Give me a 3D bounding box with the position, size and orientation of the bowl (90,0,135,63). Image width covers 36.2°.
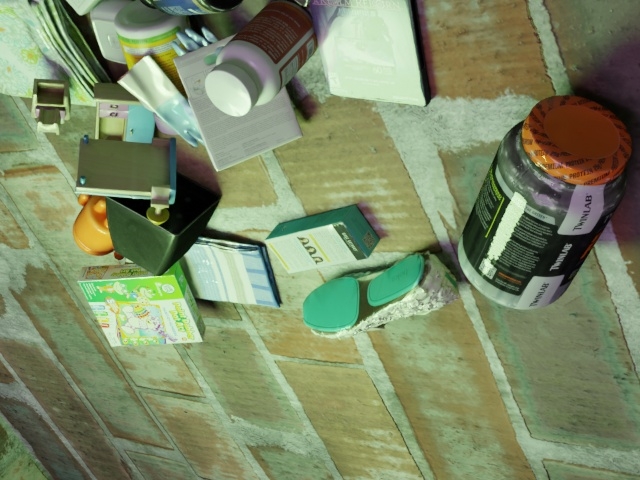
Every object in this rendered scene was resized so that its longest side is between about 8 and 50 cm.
[{"bbox_3d":[-0.394,-0.408,1.945,0.142,0.053,0.142,15,136,25],"label":"bowl"}]

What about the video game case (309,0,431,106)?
[{"bbox_3d":[0.077,-0.355,1.649,0.196,0.026,0.274,12,137,29],"label":"video game case"}]

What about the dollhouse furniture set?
[{"bbox_3d":[-0.446,-0.145,1.993,0.286,0.303,0.198,2,143,-14],"label":"dollhouse furniture set"}]

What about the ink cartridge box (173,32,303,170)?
[{"bbox_3d":[-0.153,-0.265,1.822,0.056,0.181,0.225,-133,21,-73],"label":"ink cartridge box"}]

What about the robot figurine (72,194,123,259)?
[{"bbox_3d":[-0.527,-0.043,2.376,0.158,0.128,0.219,24,145,-19],"label":"robot figurine"}]

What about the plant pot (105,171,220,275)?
[{"bbox_3d":[-0.358,-0.036,2.169,0.188,0.187,0.167,28,129,11],"label":"plant pot"}]

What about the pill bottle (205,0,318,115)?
[{"bbox_3d":[-0.102,-0.310,1.679,0.121,0.216,0.121,22,140,19],"label":"pill bottle"}]

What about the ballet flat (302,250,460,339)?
[{"bbox_3d":[0.128,0.135,2.047,0.409,0.147,0.147,-21,115,48],"label":"ballet flat"}]

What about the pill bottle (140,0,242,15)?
[{"bbox_3d":[-0.230,-0.452,1.695,0.219,0.123,0.123,11,137,49],"label":"pill bottle"}]

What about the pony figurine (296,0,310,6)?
[{"bbox_3d":[-0.110,-0.514,1.398,0.351,0.303,0.363,45,149,-20],"label":"pony figurine"}]

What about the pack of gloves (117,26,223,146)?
[{"bbox_3d":[-0.225,-0.274,1.821,0.195,0.046,0.232,-35,128,18],"label":"pack of gloves"}]

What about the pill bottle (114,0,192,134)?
[{"bbox_3d":[-0.297,-0.331,1.878,0.136,0.136,0.246,14,137,27],"label":"pill bottle"}]

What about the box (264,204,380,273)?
[{"bbox_3d":[0.000,0.000,2.054,0.244,0.060,0.100,-12,122,45],"label":"box"}]

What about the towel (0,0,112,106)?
[{"bbox_3d":[-0.643,-0.421,2.055,0.374,0.090,0.320,12,147,29],"label":"towel"}]

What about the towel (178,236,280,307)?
[{"bbox_3d":[-0.245,0.075,2.313,0.285,0.034,0.209,6,135,20],"label":"towel"}]

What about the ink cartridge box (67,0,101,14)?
[{"bbox_3d":[-0.471,-0.635,1.744,0.385,0.091,0.308,50,141,-12],"label":"ink cartridge box"}]

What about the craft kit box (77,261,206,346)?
[{"bbox_3d":[-0.430,0.158,2.383,0.246,0.061,0.250,-6,134,10],"label":"craft kit box"}]

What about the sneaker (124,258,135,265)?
[{"bbox_3d":[-0.403,0.087,2.432,0.148,0.131,0.350,17,139,0],"label":"sneaker"}]

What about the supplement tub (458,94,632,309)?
[{"bbox_3d":[0.361,-0.058,1.585,0.207,0.207,0.338,28,143,11],"label":"supplement tub"}]
